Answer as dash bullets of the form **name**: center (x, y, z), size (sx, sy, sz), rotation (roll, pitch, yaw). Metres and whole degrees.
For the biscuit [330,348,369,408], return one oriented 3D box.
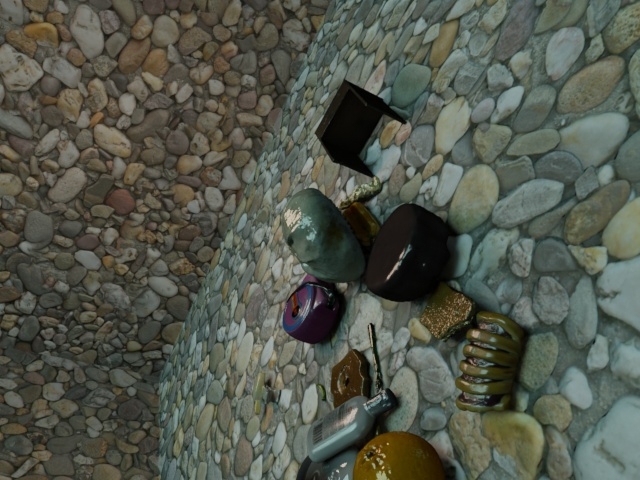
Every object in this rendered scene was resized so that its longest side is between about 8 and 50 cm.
- **biscuit**: center (0.095, 0.455, 1.552), size (0.182, 0.034, 0.215), rotation (-53, 32, 35)

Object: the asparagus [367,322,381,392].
- **asparagus**: center (0.161, 0.348, 1.510), size (0.023, 0.022, 0.232), rotation (-12, 45, 9)

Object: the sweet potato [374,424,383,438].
- **sweet potato**: center (0.163, 0.578, 1.301), size (0.068, 0.060, 0.205), rotation (-19, 46, 13)

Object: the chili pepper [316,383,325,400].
- **chili pepper**: center (0.001, 0.511, 1.720), size (0.030, 0.017, 0.083), rotation (-61, 27, 22)

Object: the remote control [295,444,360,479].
- **remote control**: center (0.021, 0.696, 1.440), size (0.332, 0.104, 0.221), rotation (-40, 28, 49)

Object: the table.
- **table**: center (0.145, -0.424, 1.919), size (0.250, 0.196, 0.282), rotation (-58, 30, 22)

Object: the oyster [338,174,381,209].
- **oyster**: center (0.141, -0.158, 1.866), size (0.061, 0.106, 0.200), rotation (64, 154, 15)

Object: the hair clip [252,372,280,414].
- **hair clip**: center (-0.236, 0.629, 2.069), size (0.218, 0.071, 0.158), rotation (-9, 67, 67)

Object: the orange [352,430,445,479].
- **orange**: center (0.175, 0.545, 1.150), size (0.219, 0.193, 0.219), rotation (-158, 90, -83)

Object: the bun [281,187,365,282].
- **bun**: center (0.000, 0.000, 1.715), size (0.211, 0.361, 0.362), rotation (-34, 25, -7)

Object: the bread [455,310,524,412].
- **bread**: center (0.359, 0.265, 1.095), size (0.134, 0.081, 0.225), rotation (-5, 64, 62)

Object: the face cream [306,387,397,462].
- **face cream**: center (0.085, 0.503, 1.410), size (0.291, 0.071, 0.144), rotation (-39, 18, 18)

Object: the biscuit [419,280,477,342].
- **biscuit**: center (0.315, 0.182, 1.255), size (0.237, 0.026, 0.131), rotation (-134, 64, -78)

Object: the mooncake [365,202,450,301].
- **mooncake**: center (0.246, 0.039, 1.425), size (0.283, 0.141, 0.283), rotation (-56, 19, 30)

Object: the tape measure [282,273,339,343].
- **tape measure**: center (-0.025, 0.248, 1.830), size (0.245, 0.149, 0.231), rotation (-53, 26, 18)

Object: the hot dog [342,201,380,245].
- **hot dog**: center (0.149, -0.051, 1.777), size (0.104, 0.076, 0.250), rotation (-45, 34, 8)
